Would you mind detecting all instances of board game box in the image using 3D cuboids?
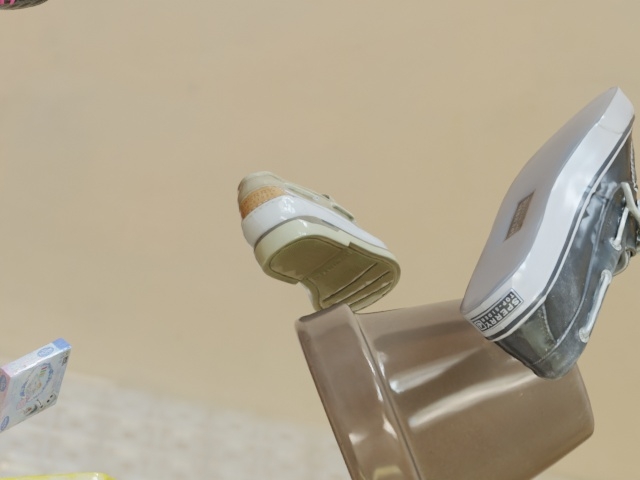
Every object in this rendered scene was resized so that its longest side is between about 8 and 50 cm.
[{"bbox_3d":[-0.315,0.158,2.074,0.090,0.020,0.090,-28,148,-45],"label":"board game box"}]

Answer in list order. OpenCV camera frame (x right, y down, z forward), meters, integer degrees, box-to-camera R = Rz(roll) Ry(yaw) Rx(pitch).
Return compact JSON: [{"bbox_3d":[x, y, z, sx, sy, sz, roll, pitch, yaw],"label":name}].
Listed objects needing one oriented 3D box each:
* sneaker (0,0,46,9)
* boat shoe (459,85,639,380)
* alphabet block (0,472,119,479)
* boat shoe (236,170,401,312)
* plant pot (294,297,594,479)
[{"bbox_3d":[-0.322,-0.236,1.805,0.075,0.170,0.063,53,-46,46],"label":"sneaker"},{"bbox_3d":[0.209,-0.008,1.532,0.113,0.105,0.306,-39,-167,36],"label":"boat shoe"},{"bbox_3d":[-0.267,0.328,1.791,0.193,0.192,0.197,64,24,-74],"label":"alphabet block"},{"bbox_3d":[0.000,0.000,2.101,0.103,0.113,0.302,62,9,24],"label":"boat shoe"},{"bbox_3d":[0.124,0.155,1.791,0.263,0.229,0.263,159,-90,-88],"label":"plant pot"}]
